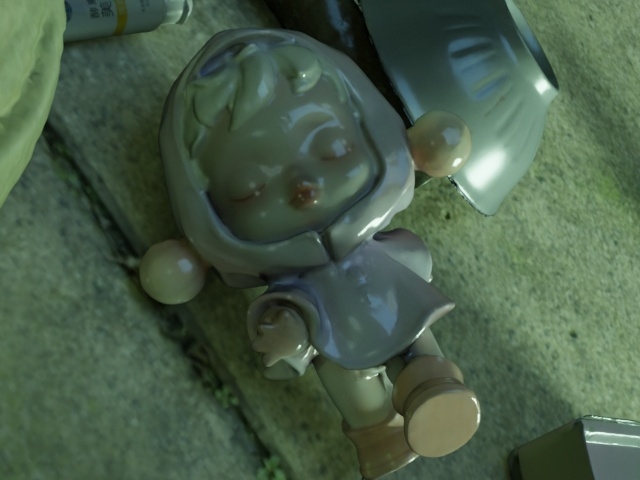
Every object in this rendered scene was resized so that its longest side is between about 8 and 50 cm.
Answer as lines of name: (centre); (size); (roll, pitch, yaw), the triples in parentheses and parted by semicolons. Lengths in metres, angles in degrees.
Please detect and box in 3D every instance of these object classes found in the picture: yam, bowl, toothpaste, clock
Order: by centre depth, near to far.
toothpaste: (-0.150, -0.131, 0.826); (0.190, 0.031, 0.048); (-15, 80, -47)
clock: (0.208, 0.218, 0.932); (0.147, 0.071, 0.192); (11, 58, -42)
yam: (-0.002, -0.154, 0.969); (0.061, 0.061, 0.274); (-30, 89, -51)
bowl: (0.109, -0.118, 0.991); (0.189, 0.086, 0.189); (52, 19, -26)

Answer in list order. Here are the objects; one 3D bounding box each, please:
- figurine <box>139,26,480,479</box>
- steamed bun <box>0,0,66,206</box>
figurine: (0.000, -0.001, 0.814); (0.133, 0.200, 0.275); (79, -14, -84)
steamed bun: (-0.233, -0.051, 0.508); (0.273, 0.290, 0.272); (-24, 98, -59)
